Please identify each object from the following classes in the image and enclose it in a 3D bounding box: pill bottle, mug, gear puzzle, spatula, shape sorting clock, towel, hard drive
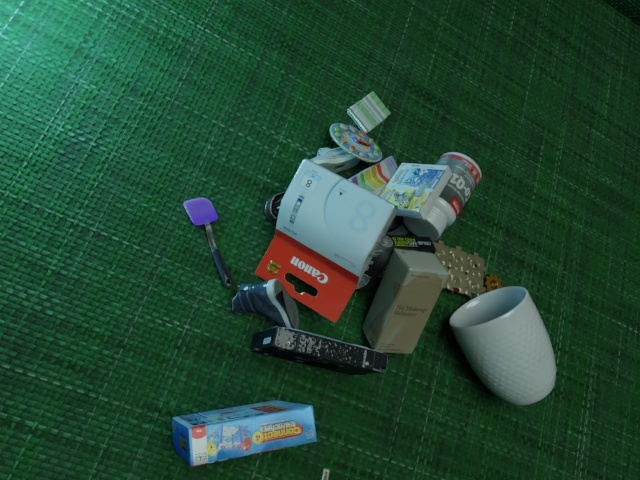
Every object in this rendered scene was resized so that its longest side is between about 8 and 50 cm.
[{"bbox_3d":[0.410,-0.147,1.781,0.161,0.161,0.283,39,69,-8],"label":"pill bottle"},{"bbox_3d":[0.643,0.344,1.784,0.328,0.276,0.374,62,33,-5],"label":"mug"},{"bbox_3d":[0.520,0.120,1.901,0.339,0.044,0.175,17,68,-21],"label":"gear puzzle"},{"bbox_3d":[-0.322,0.005,1.581,0.084,0.030,0.296,-19,83,-28],"label":"spatula"},{"bbox_3d":[0.124,-0.339,1.811,0.206,0.040,0.206,25,30,-15],"label":"shape sorting clock"},{"bbox_3d":[0.177,-0.467,1.930,0.152,0.023,0.113,-41,96,-29],"label":"towel"},{"bbox_3d":[-0.008,0.320,1.512,0.339,0.237,0.064,18,70,-17],"label":"hard drive"}]

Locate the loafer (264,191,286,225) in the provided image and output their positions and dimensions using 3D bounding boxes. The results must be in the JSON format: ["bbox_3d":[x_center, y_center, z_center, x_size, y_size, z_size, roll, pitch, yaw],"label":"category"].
[{"bbox_3d":[0.006,-0.087,1.650,0.366,0.130,0.134,11,74,1],"label":"loafer"}]

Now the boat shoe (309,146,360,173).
[{"bbox_3d":[0.026,-0.274,1.787,0.227,0.079,0.081,-17,63,-29],"label":"boat shoe"}]

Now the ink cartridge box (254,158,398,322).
[{"bbox_3d":[0.000,0.000,1.533,0.308,0.091,0.385,30,94,17],"label":"ink cartridge box"}]

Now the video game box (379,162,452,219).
[{"bbox_3d":[0.299,-0.165,1.715,0.205,0.187,0.048,-55,130,-23],"label":"video game box"}]

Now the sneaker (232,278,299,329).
[{"bbox_3d":[-0.165,0.202,1.567,0.086,0.163,0.226,-80,153,-46],"label":"sneaker"}]

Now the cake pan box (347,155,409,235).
[{"bbox_3d":[0.202,-0.121,1.800,0.245,0.070,0.267,-29,97,-26],"label":"cake pan box"}]

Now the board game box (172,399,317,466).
[{"bbox_3d":[-0.206,0.480,1.345,0.302,0.308,0.086,-2,78,-22],"label":"board game box"}]

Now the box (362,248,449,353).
[{"bbox_3d":[0.255,0.189,1.621,0.148,0.311,0.121,6,28,-20],"label":"box"}]

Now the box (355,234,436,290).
[{"bbox_3d":[0.202,0.074,1.679,0.270,0.216,0.060,3,47,-22],"label":"box"}]

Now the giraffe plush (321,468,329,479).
[{"bbox_3d":[0.045,0.753,1.450,0.181,0.170,0.210,-1,76,-23],"label":"giraffe plush"}]
